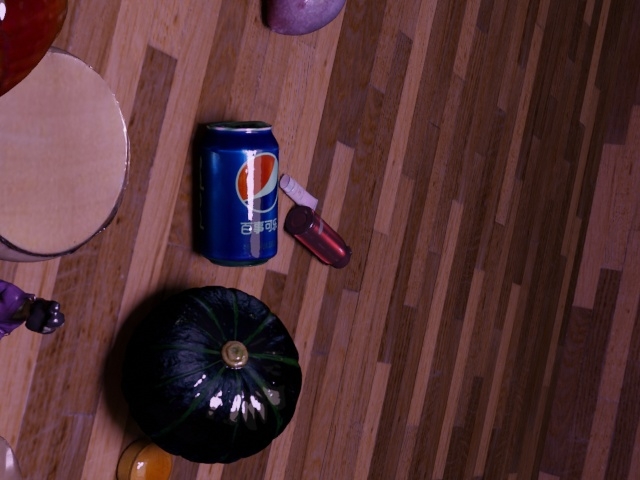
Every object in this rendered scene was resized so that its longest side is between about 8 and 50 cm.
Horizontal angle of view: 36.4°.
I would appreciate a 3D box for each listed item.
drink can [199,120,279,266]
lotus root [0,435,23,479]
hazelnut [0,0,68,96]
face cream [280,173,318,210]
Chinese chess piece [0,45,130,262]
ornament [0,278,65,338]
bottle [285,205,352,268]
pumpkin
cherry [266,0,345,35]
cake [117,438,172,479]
[{"bbox_3d":[-0.118,-0.069,1.414,0.118,0.118,0.205,-17,110,-54],"label":"drink can"},{"bbox_3d":[-0.446,0.379,1.045,0.390,0.111,0.375,50,56,-46],"label":"lotus root"},{"bbox_3d":[-0.361,-0.245,0.925,0.229,0.229,0.229,-20,115,-53],"label":"hazelnut"},{"bbox_3d":[-0.034,-0.074,1.627,0.115,0.020,0.038,44,60,-55],"label":"face cream"},{"bbox_3d":[-0.329,-0.098,1.099,0.250,0.103,0.249,-18,112,-53],"label":"Chinese chess piece"},{"bbox_3d":[-0.352,0.072,1.026,0.088,0.203,0.081,3,103,-59],"label":"ornament"},{"bbox_3d":[0.000,0.000,1.668,0.164,0.060,0.060,42,63,-53],"label":"bottle"},{"bbox_3d":[-0.160,0.196,1.357,0.248,0.248,0.248,-20,115,-53],"label":"pumpkin"},{"bbox_3d":[-0.042,-0.396,1.468,0.148,0.115,0.188,-39,134,7],"label":"cherry"},{"bbox_3d":[-0.248,0.324,1.383,0.084,0.044,0.084,-20,114,-55],"label":"cake"}]
